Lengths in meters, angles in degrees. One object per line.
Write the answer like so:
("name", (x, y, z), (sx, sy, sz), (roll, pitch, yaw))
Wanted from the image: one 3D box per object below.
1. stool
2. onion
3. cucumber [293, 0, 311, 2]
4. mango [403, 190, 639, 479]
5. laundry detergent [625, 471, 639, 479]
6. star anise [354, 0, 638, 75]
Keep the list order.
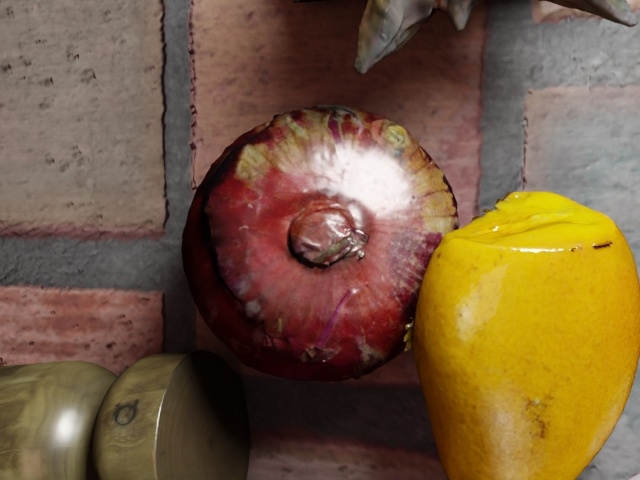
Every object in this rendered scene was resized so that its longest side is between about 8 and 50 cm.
("stool", (-0.225, 0.205, 0.828), (0.264, 0.179, 0.179), (-8, 89, 21))
("onion", (0.000, 0.000, 0.730), (0.246, 0.190, 0.246), (0, 85, 4))
("cucumber", (0.078, -0.257, 0.752), (0.241, 0.074, 0.074), (0, 92, 18))
("mango", (0.170, 0.104, 0.686), (0.138, 0.187, 0.257), (22, 125, 54))
("laundry detergent", (0.267, 0.243, 0.661), (0.335, 0.159, 0.088), (-37, 107, 7))
("star anise", (0.108, -0.253, 0.650), (0.315, 0.108, 0.315), (-2, 71, 7))
